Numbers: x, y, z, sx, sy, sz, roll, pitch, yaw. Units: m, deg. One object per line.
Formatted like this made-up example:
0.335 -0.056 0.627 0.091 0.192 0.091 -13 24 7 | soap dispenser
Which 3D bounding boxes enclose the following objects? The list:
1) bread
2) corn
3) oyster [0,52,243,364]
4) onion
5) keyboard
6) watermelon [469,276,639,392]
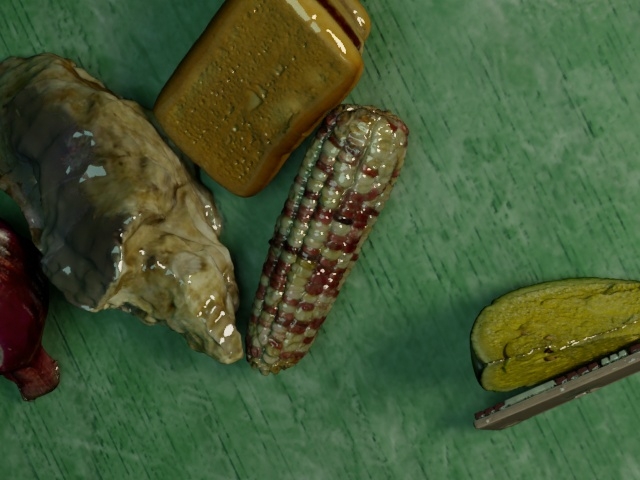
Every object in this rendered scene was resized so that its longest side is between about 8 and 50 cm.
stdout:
-0.045 -0.129 0.958 0.116 0.077 0.200 38 133 -8 | bread
0.000 0.000 0.988 0.079 0.079 0.237 26 107 13 | corn
-0.182 -0.035 1.017 0.166 0.110 0.341 -33 73 13 | oyster
-0.294 0.055 1.069 0.173 0.198 0.135 -8 54 33 | onion
0.198 0.109 0.945 0.166 0.055 0.017 -28 68 23 | keyboard
0.187 0.080 0.925 0.181 0.092 0.075 -15 114 -16 | watermelon
